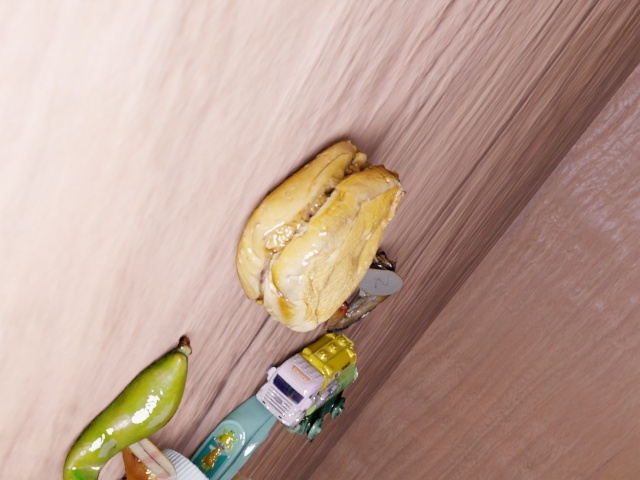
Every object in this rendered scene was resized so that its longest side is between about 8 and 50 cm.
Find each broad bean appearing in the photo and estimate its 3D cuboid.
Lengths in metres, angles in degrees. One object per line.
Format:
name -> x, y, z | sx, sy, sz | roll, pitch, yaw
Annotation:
broad bean -> -0.206, 0.195, 0.786 | 0.214, 0.070, 0.048 | -55, -177, -12

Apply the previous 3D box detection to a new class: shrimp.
shrimp -> 0.069, 0.103, 1.333 | 0.173, 0.058, 0.253 | -37, 161, -12

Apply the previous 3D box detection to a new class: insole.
insole -> 0.081, 0.067, 1.217 | 0.188, 0.004, 0.064 | 17, 125, -47

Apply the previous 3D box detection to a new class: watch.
watch -> -0.168, 0.382, 1.324 | 0.237, 0.068, 0.195 | -53, 167, -1

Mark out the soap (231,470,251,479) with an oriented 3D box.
soap -> -0.258, 0.599, 1.560 | 0.232, 0.073, 0.140 | -53, 162, 16

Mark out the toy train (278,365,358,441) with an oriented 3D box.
toy train -> 0.001, 0.344, 1.643 | 0.253, 0.105, 0.157 | -13, 127, -64

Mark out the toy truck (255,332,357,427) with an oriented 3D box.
toy truck -> -0.019, 0.246, 1.341 | 0.114, 0.098, 0.227 | -58, 164, 23

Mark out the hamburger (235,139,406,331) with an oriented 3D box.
hamburger -> -0.001, 0.001, 0.791 | 0.214, 0.108, 0.214 | -45, 165, -16

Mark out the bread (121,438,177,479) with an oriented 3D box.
bread -> -0.212, 0.301, 0.915 | 0.062, 0.109, 0.043 | -8, -177, 29

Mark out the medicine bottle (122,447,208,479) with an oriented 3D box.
medicine bottle -> -0.284, 0.435, 0.953 | 0.318, 0.158, 0.158 | -35, 159, -39
